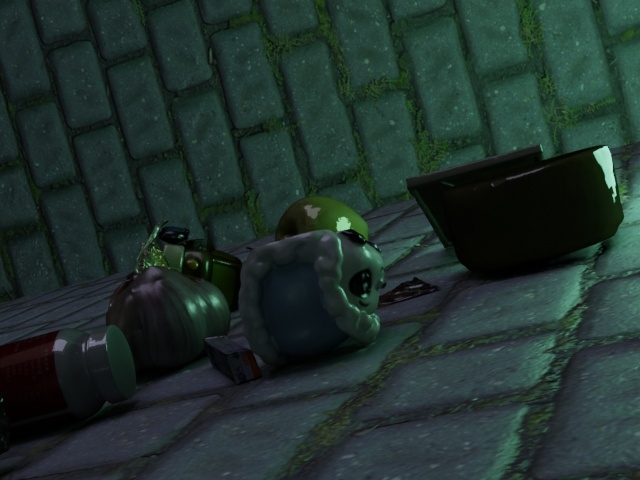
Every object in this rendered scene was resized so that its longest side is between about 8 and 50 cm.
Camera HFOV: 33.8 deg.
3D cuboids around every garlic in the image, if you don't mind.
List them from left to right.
[{"bbox_3d":[-0.266,0.109,1.723,0.207,0.257,0.207,-9,-39,-8],"label":"garlic"}]

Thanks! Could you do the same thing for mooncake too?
[{"bbox_3d":[0.348,-0.047,1.721,0.284,0.156,0.284,-17,5,1],"label":"mooncake"}]

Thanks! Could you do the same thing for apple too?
[{"bbox_3d":[0.000,0.000,2.126,0.200,0.200,0.200,-16,5,1],"label":"apple"}]

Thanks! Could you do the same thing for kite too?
[{"bbox_3d":[0.116,0.091,1.745,0.189,0.009,0.232,-11,7,38],"label":"kite"}]

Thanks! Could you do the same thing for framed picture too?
[{"bbox_3d":[0.318,-0.075,1.988,0.247,0.022,0.335,-15,-24,14],"label":"framed picture"}]

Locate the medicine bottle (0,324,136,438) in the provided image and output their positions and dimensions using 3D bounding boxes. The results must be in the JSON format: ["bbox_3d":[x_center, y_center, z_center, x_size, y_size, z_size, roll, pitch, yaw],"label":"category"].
[{"bbox_3d":[-0.393,0.199,1.465,0.250,0.131,0.131,-16,5,6],"label":"medicine bottle"}]

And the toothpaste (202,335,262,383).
[{"bbox_3d":[-0.129,0.165,1.498,0.040,0.047,0.196,-21,6,-15],"label":"toothpaste"}]

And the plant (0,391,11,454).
[{"bbox_3d":[-0.518,0.248,1.308,0.274,0.147,0.149,-14,-14,33],"label":"plant"}]

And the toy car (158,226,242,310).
[{"bbox_3d":[-0.245,0.082,2.168,0.198,0.204,0.248,7,4,-7],"label":"toy car"}]

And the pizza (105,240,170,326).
[{"bbox_3d":[-0.323,0.112,1.861,0.080,0.204,0.188,0,19,33],"label":"pizza"}]

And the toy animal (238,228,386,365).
[{"bbox_3d":[-0.006,0.080,1.430,0.204,0.156,0.208,-14,-12,11],"label":"toy animal"}]
